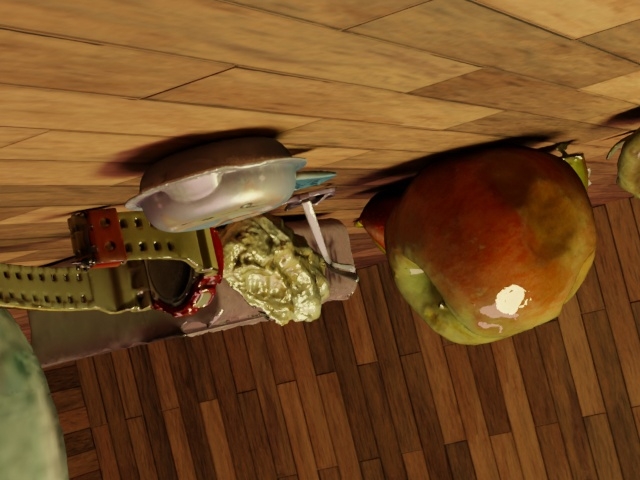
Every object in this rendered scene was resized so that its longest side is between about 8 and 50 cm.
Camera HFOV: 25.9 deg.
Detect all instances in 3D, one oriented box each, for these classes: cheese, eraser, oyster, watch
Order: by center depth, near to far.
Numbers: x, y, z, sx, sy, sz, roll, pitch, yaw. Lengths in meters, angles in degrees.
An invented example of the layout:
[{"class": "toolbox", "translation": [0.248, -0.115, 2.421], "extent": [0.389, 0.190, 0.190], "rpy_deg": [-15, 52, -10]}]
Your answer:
[{"class": "cheese", "translation": [-0.067, -0.040, 1.047], "extent": [0.135, 0.052, 0.245], "rpy_deg": [-15, 176, 12]}, {"class": "watch", "translation": [-0.211, 0.019, 1.239], "extent": [0.165, 0.102, 0.268], "rpy_deg": [-25, 161, 37]}, {"class": "oyster", "translation": [-0.045, 0.016, 1.497], "extent": [0.072, 0.132, 0.209], "rpy_deg": [-27, 137, 31]}, {"class": "eraser", "translation": [-0.152, 0.056, 1.678], "extent": [0.272, 0.122, 0.359], "rpy_deg": [-13, 176, 26]}]

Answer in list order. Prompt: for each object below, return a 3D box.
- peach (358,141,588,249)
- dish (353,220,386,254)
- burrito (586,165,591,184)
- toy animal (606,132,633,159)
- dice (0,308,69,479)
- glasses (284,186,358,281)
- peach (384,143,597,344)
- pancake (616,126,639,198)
[{"class": "peach", "translation": [0.182, -0.007, 1.650], "extent": [0.267, 0.154, 0.159], "rpy_deg": [-14, 178, -9]}, {"class": "dish", "translation": [0.143, -0.010, 2.042], "extent": [0.208, 0.080, 0.149], "rpy_deg": [-13, 176, -35]}, {"class": "burrito", "translation": [0.258, -0.062, 1.830], "extent": [0.203, 0.064, 0.064], "rpy_deg": [-15, 176, 28]}, {"class": "toy animal", "translation": [0.458, -0.106, 1.648], "extent": [0.155, 0.095, 0.219], "rpy_deg": [-4, 171, -45]}, {"class": "dice", "translation": [-0.453, 0.212, 1.283], "extent": [0.348, 0.330, 0.328], "rpy_deg": [-9, 174, -42]}, {"class": "glasses", "translation": [0.000, 0.000, 1.479], "extent": [0.063, 0.103, 0.140], "rpy_deg": [-15, 180, 0]}, {"class": "peach", "translation": [0.188, -0.005, 1.482], "extent": [0.235, 0.214, 0.214], "rpy_deg": [-29, -176, -28]}, {"class": "pancake", "translation": [0.423, -0.103, 1.484], "extent": [0.235, 0.029, 0.212], "rpy_deg": [-9, 151, -15]}]
